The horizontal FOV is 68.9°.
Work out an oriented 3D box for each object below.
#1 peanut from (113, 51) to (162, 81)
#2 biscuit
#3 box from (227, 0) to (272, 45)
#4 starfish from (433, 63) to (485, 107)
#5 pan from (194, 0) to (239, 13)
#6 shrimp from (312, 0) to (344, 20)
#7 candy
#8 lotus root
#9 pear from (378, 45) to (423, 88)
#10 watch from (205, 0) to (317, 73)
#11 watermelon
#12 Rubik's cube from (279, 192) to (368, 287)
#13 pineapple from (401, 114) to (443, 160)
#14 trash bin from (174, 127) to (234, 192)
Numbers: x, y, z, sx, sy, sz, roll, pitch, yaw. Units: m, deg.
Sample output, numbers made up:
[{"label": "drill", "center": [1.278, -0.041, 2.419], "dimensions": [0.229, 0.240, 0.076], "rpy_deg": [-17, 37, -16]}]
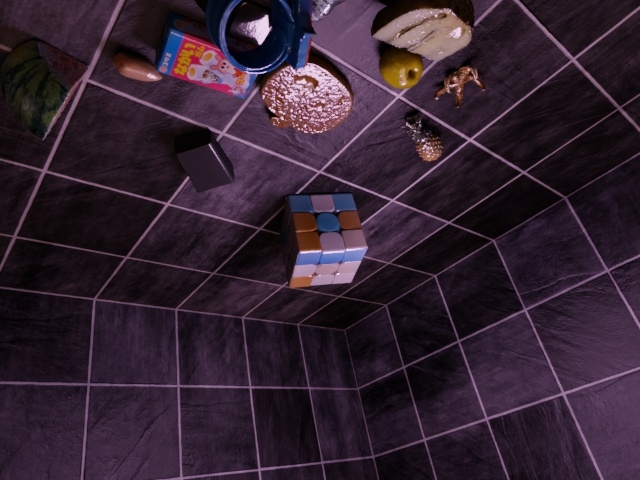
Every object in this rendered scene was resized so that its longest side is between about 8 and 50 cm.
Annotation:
[{"label": "peanut", "center": [-0.577, -0.545, 1.478], "dimensions": [0.152, 0.076, 0.076], "rpy_deg": [11, 142, -40]}, {"label": "biscuit", "center": [-0.059, -0.521, 1.720], "dimensions": [0.314, 0.063, 0.367], "rpy_deg": [-28, 146, 29]}, {"label": "box", "center": [-0.213, -0.675, 1.450], "dimensions": [0.125, 0.027, 0.126], "rpy_deg": [8, 142, -35]}, {"label": "starfish", "center": [0.531, -0.591, 1.805], "dimensions": [0.190, 0.074, 0.146], "rpy_deg": [-24, 146, 18]}, {"label": "pan", "center": [-0.263, -0.725, 1.323], "dimensions": [0.202, 0.048, 0.128], "rpy_deg": [-23, 149, 19]}, {"label": "shrimp", "center": [0.052, -0.763, 1.282], "dimensions": [0.172, 0.137, 0.372], "rpy_deg": [-6, 154, -44]}, {"label": "candy", "center": [-0.352, -0.580, 1.482], "dimensions": [0.306, 0.100, 0.157], "rpy_deg": [8, 145, -32]}, {"label": "lotus root", "center": [0.333, -0.687, 1.415], "dimensions": [0.267, 0.149, 0.260], "rpy_deg": [9, 175, -23]}, {"label": "pear", "center": [0.279, -0.606, 1.618], "dimensions": [0.149, 0.162, 0.149], "rpy_deg": [-15, 135, -16]}, {"label": "watch", "center": [-0.168, -0.631, 1.291], "dimensions": [0.274, 0.241, 0.305], "rpy_deg": [-15, 136, -20]}, {"label": "watermelon", "center": [-0.830, -0.456, 1.437], "dimensions": [0.213, 0.261, 0.201], "rpy_deg": [-37, 169, 29]}, {"label": "Rubik's cube", "center": [0.000, 0.000, 2.313], "dimensions": [0.344, 0.346, 0.347], "rpy_deg": [-3, 148, -14]}, {"label": "pineapple", "center": [0.430, -0.443, 1.990], "dimensions": [0.125, 0.125, 0.251], "rpy_deg": [-28, 141, 24]}, {"label": "trash bin", "center": [-0.461, -0.317, 1.855], "dimensions": [0.165, 0.115, 0.225], "rpy_deg": [-16, 147, 4]}]
